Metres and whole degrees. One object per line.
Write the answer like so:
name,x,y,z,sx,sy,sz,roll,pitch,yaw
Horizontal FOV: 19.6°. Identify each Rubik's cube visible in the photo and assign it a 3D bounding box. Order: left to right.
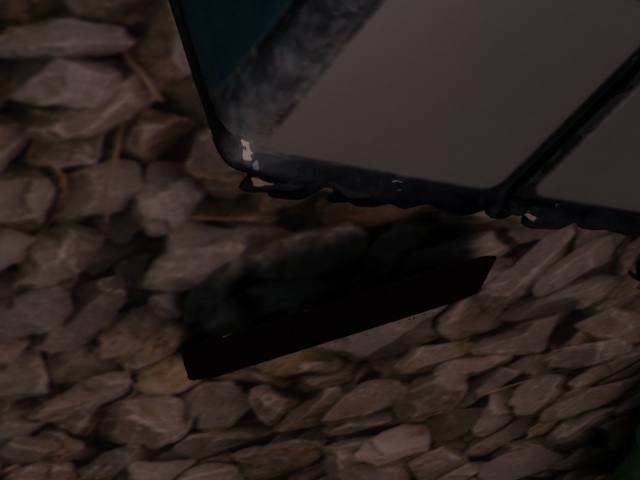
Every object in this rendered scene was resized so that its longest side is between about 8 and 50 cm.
Rubik's cube,0.114,-0.219,0.805,0.316,0.318,0.313,5,142,-36

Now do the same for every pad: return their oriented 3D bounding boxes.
pad,0.007,0.020,1.373,0.250,0.055,0.323,-16,149,-5

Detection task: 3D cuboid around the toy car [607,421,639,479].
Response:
toy car,0.374,0.239,1.820,0.213,0.176,0.358,-7,143,-21

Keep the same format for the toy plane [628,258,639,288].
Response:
toy plane,0.315,0.034,1.586,0.145,0.037,0.060,21,120,-42
